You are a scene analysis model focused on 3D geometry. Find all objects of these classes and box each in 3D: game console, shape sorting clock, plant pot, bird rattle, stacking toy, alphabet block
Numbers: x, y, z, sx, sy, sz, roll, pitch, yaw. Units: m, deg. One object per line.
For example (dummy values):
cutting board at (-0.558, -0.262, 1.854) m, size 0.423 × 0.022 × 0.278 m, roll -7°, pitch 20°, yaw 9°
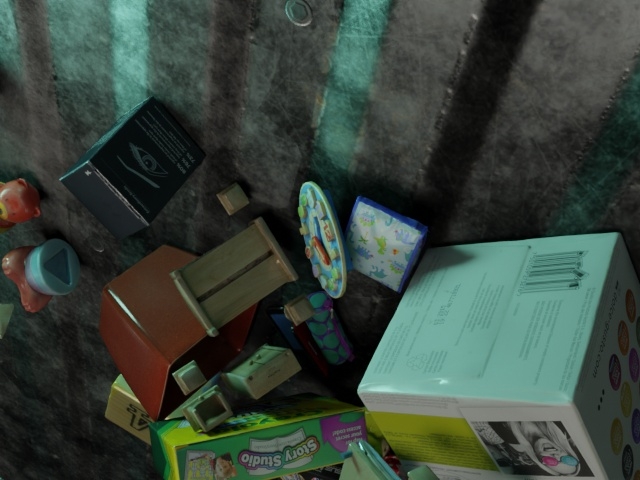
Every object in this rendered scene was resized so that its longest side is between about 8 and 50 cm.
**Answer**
game console at (-0.052, 0.212, 1.772) m, size 0.085 × 0.124 × 0.144 m, roll -25°, pitch 118°, yaw 15°
shape sorting clock at (0.000, 0.000, 1.469) m, size 0.206 × 0.040 × 0.206 m, roll 166°, pitch 90°, yaw -70°
plant pot at (-0.315, 0.170, 1.790) m, size 0.235 × 0.267 × 0.267 m, roll 40°, pitch 142°, yaw 14°
bird rattle at (0.104, 0.428, 1.884) m, size 0.206 × 0.143 × 0.253 m, roll 31°, pitch 166°, yaw 34°
stacking toy at (-0.666, 0.037, 1.870) m, size 0.130 × 0.280 × 0.309 m, roll -11°, pitch 122°, yaw 28°
alphabet block at (-0.382, 0.373, 2.072) m, size 0.197 × 0.192 × 0.193 m, roll 31°, pitch 138°, yaw 4°

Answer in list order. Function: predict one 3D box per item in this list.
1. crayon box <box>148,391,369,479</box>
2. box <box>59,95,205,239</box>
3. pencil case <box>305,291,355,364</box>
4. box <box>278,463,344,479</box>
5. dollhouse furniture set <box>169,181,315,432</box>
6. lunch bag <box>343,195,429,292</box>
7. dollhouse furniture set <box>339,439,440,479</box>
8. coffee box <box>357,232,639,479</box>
crayon box at (-0.130, 0.388, 1.668) m, size 0.313 × 0.362 × 0.106 m, roll 164°, pitch 97°, yaw -70°
box at (-0.330, -0.129, 1.517) m, size 0.108 × 0.207 × 0.153 m, roll -20°, pitch 117°, yaw 44°
pencil case at (0.016, 0.177, 1.704) m, size 0.070 × 0.064 × 0.152 m, roll 7°, pitch 135°, yaw 39°
box at (0.005, 0.648, 2.186) m, size 0.216 × 0.060 × 0.270 m, roll 10°, pitch 135°, yaw 25°
dollhouse furniture set at (-0.205, 0.125, 1.605) m, size 0.356 × 0.303 × 0.174 m, roll 60°, pitch 160°, yaw -6°
lunch bag at (0.109, -0.004, 1.437) m, size 0.128 × 0.096 × 0.151 m, roll 25°, pitch 149°, yaw 11°
dollhouse furniture set at (0.163, 0.399, 1.307) m, size 0.303 × 0.198 × 0.287 m, roll 41°, pitch 130°, yaw 44°
coffee box at (0.320, 0.228, 1.336) m, size 0.338 × 0.338 × 0.334 m, roll -6°, pitch 127°, yaw 37°
